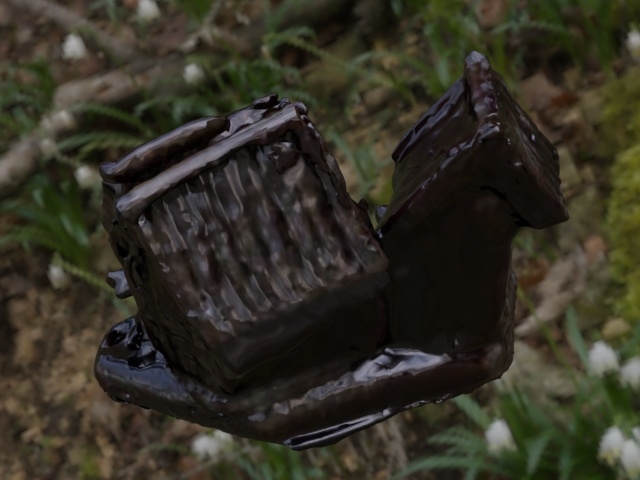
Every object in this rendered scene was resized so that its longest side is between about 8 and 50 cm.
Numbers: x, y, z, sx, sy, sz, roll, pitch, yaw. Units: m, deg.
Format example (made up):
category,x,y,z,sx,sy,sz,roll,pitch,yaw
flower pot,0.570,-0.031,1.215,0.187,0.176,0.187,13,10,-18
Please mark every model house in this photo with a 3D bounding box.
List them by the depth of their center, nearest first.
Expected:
category,x,y,z,sx,sy,sz,roll,pitch,yaw
model house,0.001,-0.006,0.617,0.203,0.164,0.141,-20,35,-18
